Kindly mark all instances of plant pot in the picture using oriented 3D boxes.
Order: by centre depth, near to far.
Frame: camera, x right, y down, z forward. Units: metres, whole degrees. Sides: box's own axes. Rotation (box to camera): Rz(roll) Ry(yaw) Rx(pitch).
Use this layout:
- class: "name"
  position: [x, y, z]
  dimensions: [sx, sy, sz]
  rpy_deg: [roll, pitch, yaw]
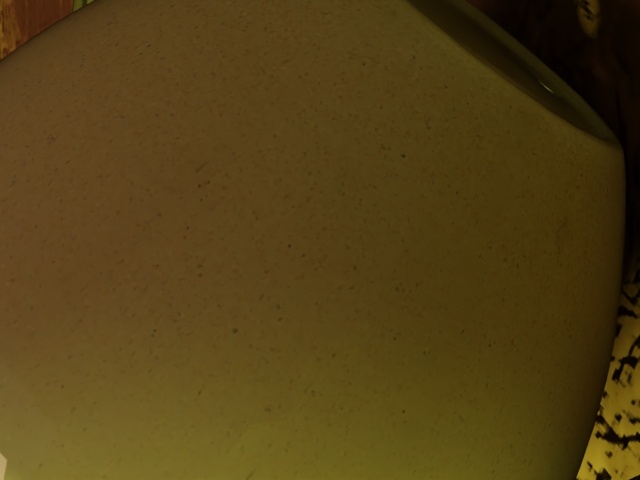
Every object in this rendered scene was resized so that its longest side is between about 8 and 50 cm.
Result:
- class: "plant pot"
  position: [0.000, 0.000, 0.615]
  dimensions: [0.191, 0.284, 0.284]
  rpy_deg: [-51, 45, 15]

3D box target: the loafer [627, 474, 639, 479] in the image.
- class: "loafer"
  position: [0.122, 0.219, 0.598]
  dimensions: [0.095, 0.109, 0.302]
  rpy_deg: [-159, 57, -67]

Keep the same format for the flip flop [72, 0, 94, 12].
- class: "flip flop"
  position: [-0.047, -0.036, 0.861]
  dimensions: [0.080, 0.112, 0.277]
  rpy_deg: [-27, 72, 39]
